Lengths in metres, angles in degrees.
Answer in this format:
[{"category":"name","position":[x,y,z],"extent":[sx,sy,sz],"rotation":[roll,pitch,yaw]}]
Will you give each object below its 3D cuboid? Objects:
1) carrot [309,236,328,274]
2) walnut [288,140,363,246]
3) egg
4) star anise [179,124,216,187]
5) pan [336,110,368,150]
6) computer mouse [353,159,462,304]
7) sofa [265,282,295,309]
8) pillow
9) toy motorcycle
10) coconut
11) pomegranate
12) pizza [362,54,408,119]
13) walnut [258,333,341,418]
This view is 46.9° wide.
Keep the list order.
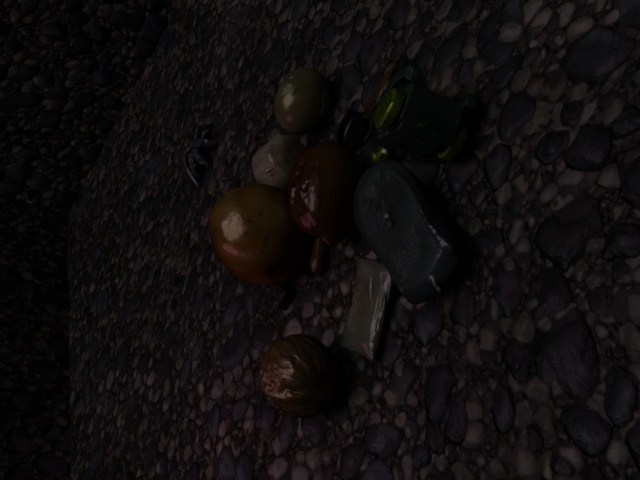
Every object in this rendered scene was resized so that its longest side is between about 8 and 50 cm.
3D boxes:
[{"category":"carrot","position":[0.000,0.000,1.978],"extent":[0.047,0.047,0.191],"rotation":[-18,60,52]},{"category":"walnut","position":[0.014,-0.118,1.873],"extent":[0.203,0.203,0.298],"rotation":[-37,45,43]},{"category":"egg","position":[-0.054,-0.404,2.141],"extent":[0.164,0.164,0.202],"rotation":[13,85,58]},{"category":"star anise","position":[-0.472,-0.331,2.811],"extent":[0.230,0.081,0.263],"rotation":[-10,65,43]},{"category":"pan","position":[0.061,-0.253,2.004],"extent":[0.212,0.040,0.115],"rotation":[-57,36,12]},{"category":"computer mouse","position":[0.200,-0.021,1.617],"extent":[0.188,0.121,0.371],"rotation":[-54,43,31]},{"category":"sofa","position":[-0.118,0.141,2.094],"extent":[0.060,0.039,0.118],"rotation":[-60,34,20]},{"category":"pillow","position":[0.113,0.157,1.732],"extent":[0.148,0.050,0.230],"rotation":[11,87,62]},{"category":"toy motorcycle","position":[0.207,-0.287,1.699],"extent":[0.200,0.191,0.326],"rotation":[-69,14,-8]},{"category":"coconut","position":[-0.121,-0.211,2.145],"extent":[0.183,0.170,0.171],"rotation":[-39,45,37]},{"category":"pomegranate","position":[-0.166,-0.012,2.021],"extent":[0.307,0.307,0.307],"rotation":[-30,52,47]},{"category":"pizza","position":[0.163,-0.378,1.821],"extent":[0.181,0.034,0.262],"rotation":[-57,4,8]},{"category":"walnut","position":[-0.046,0.326,1.772],"extent":[0.213,0.213,0.213],"rotation":[-30,52,47]}]
